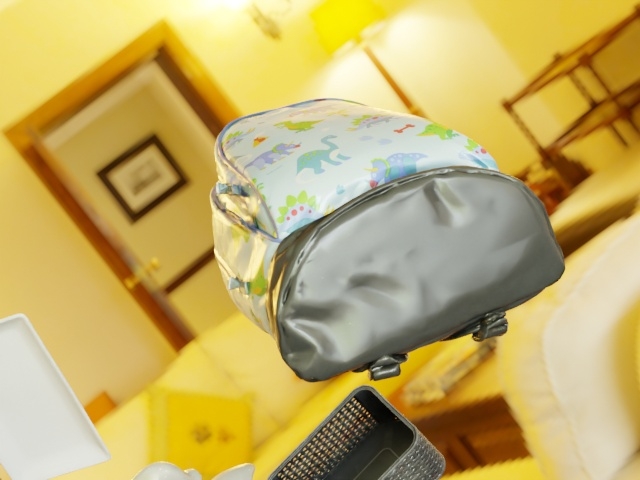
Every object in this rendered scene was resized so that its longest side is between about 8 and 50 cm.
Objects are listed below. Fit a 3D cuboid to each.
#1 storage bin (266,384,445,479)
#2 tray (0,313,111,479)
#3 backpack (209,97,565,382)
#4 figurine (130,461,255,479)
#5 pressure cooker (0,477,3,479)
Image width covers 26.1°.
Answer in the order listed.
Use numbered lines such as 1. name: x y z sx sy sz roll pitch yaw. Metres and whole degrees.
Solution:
1. storage bin: 0.041 0.276 1.620 0.180 0.084 0.122 -46 46 -3
2. tray: -0.393 0.209 1.820 0.145 0.270 0.030 -19 33 8
3. backpack: 0.024 -0.016 1.388 0.290 0.273 0.355 -21 5 -14
4. figurine: -0.125 0.281 1.142 0.215 0.092 0.209 -64 -17 3
5. pressure cooker: -0.479 0.353 1.257 0.370 0.375 0.420 -2 -20 22
